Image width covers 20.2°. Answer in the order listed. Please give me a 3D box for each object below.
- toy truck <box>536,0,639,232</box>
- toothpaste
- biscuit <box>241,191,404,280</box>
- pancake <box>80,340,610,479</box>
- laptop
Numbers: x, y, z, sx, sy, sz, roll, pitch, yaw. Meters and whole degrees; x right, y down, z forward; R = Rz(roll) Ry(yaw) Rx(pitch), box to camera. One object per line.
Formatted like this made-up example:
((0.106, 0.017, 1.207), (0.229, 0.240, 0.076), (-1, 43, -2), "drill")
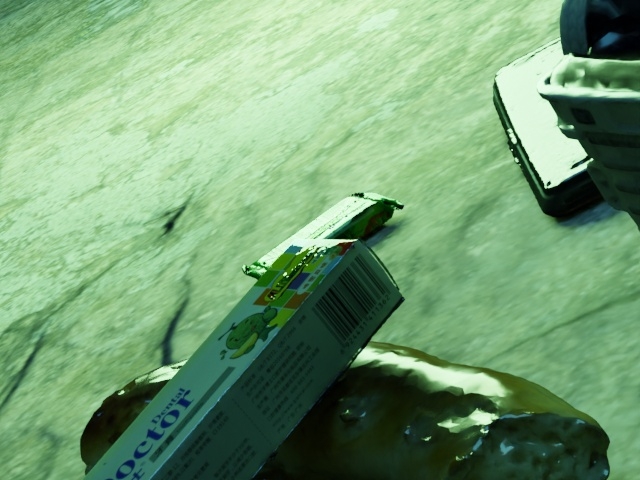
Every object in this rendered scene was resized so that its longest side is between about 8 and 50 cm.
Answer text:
((0.255, -0.098, 0.606), (0.367, 0.175, 0.146), (-35, 18, -19), "toy truck")
((-0.035, 0.065, 0.669), (0.164, 0.034, 0.046), (-49, 26, -23), "toothpaste")
((0.000, 0.000, 0.969), (0.089, 0.016, 0.046), (-35, 21, -16), "biscuit")
((-0.046, 0.117, 0.669), (0.244, 0.057, 0.266), (-38, 21, -24), "pancake")
((0.166, -0.085, 0.935), (0.154, 0.026, 0.207), (-26, 19, 8), "laptop")
